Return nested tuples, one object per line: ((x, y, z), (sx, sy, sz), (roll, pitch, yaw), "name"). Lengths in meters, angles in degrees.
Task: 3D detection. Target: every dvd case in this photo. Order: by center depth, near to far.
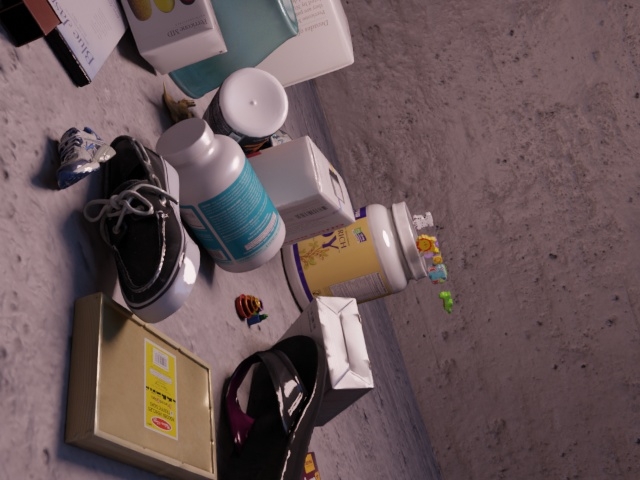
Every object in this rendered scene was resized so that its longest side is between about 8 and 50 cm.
((-0.360, -0.355, 0.915), (0.253, 0.022, 0.180), (-91, 160, -53), "dvd case")

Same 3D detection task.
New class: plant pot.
((-0.190, -0.461, 1.277), (0.271, 0.255, 0.272), (-17, 90, -78), "plant pot")

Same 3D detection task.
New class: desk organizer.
((-0.369, -0.301, 0.738), (0.050, 0.047, 0.130), (-87, 157, -53), "desk organizer")

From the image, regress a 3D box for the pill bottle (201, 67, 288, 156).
((-0.158, -0.232, 1.216), (0.245, 0.130, 0.131), (-16, -88, 69), "pill bottle")

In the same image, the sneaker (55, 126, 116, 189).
((-0.303, -0.106, 0.773), (0.058, 0.052, 0.135), (57, 9, -19), "sneaker")

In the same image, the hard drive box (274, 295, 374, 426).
((-0.002, 0.240, 1.212), (0.232, 0.089, 0.181), (128, -41, -50), "hard drive box")

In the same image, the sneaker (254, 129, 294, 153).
((-0.127, -0.237, 1.603), (0.283, 0.110, 0.122), (-89, 155, -57), "sneaker")

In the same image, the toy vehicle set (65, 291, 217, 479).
((-0.209, 0.194, 0.775), (0.267, 0.035, 0.166), (56, 20, -54), "toy vehicle set")

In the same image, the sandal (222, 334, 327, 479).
((-0.085, 0.261, 0.972), (0.107, 0.167, 0.446), (50, 18, -16), "sandal")

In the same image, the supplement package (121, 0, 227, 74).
((-0.273, -0.439, 1.093), (0.134, 0.139, 0.244), (-1, 71, -88), "supplement package")

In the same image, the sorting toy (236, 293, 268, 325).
((-0.127, 0.131, 1.223), (0.102, 0.042, 0.061), (21, 53, -75), "sorting toy")

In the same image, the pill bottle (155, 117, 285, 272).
((-0.172, -0.077, 1.065), (0.146, 0.146, 0.264), (-95, 164, -46), "pill bottle")

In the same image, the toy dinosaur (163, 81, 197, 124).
((-0.263, -0.236, 1.160), (0.093, 0.053, 0.183), (56, 5, -4), "toy dinosaur")

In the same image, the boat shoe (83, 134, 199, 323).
((-0.231, -0.032, 0.799), (0.105, 0.113, 0.306), (50, 18, -43), "boat shoe")

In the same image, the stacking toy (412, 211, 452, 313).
((0.283, 0.053, 1.585), (0.167, 0.052, 0.221), (-78, 151, -64), "stacking toy")

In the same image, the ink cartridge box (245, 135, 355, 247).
((-0.074, -0.089, 1.343), (0.306, 0.226, 0.131), (33, 41, -73), "ink cartridge box")

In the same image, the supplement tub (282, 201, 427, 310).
((0.091, 0.044, 1.637), (0.241, 0.331, 0.241), (-18, 90, -78), "supplement tub")

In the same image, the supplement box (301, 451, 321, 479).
((-0.038, 0.463, 1.053), (0.104, 0.080, 0.188), (36, 38, -70), "supplement box")

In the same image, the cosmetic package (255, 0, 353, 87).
((-0.133, -0.647, 1.634), (0.329, 0.327, 0.394), (-93, 162, -51), "cosmetic package")
